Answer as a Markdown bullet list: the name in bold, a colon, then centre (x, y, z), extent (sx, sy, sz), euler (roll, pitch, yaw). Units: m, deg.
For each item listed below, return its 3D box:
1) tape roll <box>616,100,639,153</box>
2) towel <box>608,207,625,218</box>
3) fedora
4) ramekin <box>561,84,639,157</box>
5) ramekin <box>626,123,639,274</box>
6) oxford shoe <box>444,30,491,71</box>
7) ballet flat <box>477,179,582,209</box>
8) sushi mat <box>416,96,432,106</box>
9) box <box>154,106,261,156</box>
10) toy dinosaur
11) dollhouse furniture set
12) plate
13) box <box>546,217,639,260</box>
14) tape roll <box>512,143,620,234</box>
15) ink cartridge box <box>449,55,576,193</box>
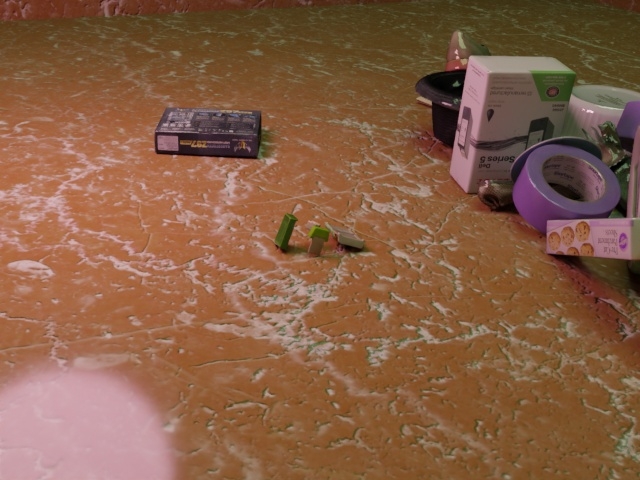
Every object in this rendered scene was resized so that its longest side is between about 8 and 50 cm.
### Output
- **tape roll**: centre (0.800, -0.220, 1.846), extent (0.275, 0.090, 0.275), euler (21, 4, -2)
- **towel**: centre (0.578, -0.056, 1.699), extent (0.083, 0.009, 0.060), euler (5, 27, 1)
- **fedora**: centre (0.389, -0.305, 2.010), extent (0.334, 0.152, 0.334), euler (3, 26, -2)
- **ramekin**: centre (0.719, -0.302, 2.083), extent (0.273, 0.127, 0.273), euler (3, 27, -1)
- **ramekin**: centre (0.618, -0.072, 1.430), extent (0.148, 0.303, 0.303), euler (4, 26, 16)
- **oxford shoe**: centre (0.447, -0.471, 2.260), extent (0.123, 0.130, 0.348), euler (-3, -9, 29)
- **ballet flat**: centre (0.439, -0.090, 1.707), extent (0.250, 0.058, 0.084), euler (1, -8, -18)
- **sushi mat**: centre (0.425, -0.355, 2.265), extent (0.151, 0.019, 0.316), euler (-19, 35, -37)
- **box**: centre (-0.255, -0.253, 1.914), extent (0.233, 0.059, 0.183), euler (2, 27, -3)
- **toy dinosaur**: centre (0.661, -0.104, 1.717), extent (0.160, 0.121, 0.313), euler (-5, 53, -17)
- **dollhouse furniture set**: centre (0.000, 0.000, 1.487), extent (0.152, 0.058, 0.076), euler (14, 13, -25)
- **plate**: centre (0.485, -0.161, 1.713), extent (0.188, 0.188, 0.024), euler (0, 57, -8)
- **box**: centre (0.465, -0.005, 1.372), extent (0.063, 0.067, 0.324), euler (-2, 2, -7)
- **tape roll**: centre (0.477, -0.095, 1.611), extent (0.189, 0.080, 0.189), euler (7, 49, -8)
- **ink cartridge box**: centre (0.402, -0.244, 1.758), extent (0.198, 0.273, 0.115), euler (-2, 30, -13)
